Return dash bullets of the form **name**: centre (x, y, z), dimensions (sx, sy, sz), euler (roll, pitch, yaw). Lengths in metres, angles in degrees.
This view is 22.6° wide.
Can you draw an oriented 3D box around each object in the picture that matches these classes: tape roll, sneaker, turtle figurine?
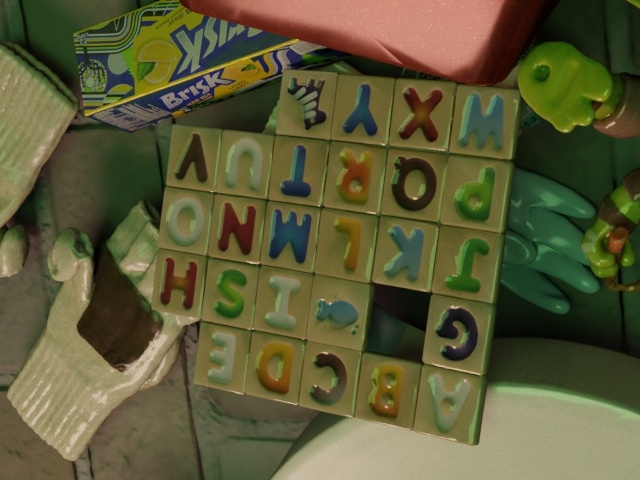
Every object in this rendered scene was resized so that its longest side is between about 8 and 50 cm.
- **tape roll**: centre (0.133, 0.247, 0.988), dimensions (0.391, 0.072, 0.392), euler (7, 114, 16)
- **sneaker**: centre (0.066, -0.075, 0.950), dimensions (0.166, 0.065, 0.076), euler (-35, 69, 15)
- **turtle figurine**: centre (0.216, -0.084, 0.850), dimensions (0.269, 0.217, 0.087), euler (-37, 51, 25)

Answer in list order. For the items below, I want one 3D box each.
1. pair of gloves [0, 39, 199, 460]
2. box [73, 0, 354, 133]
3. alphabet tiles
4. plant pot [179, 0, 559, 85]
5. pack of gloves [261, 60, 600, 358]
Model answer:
- **pair of gloves**: centre (-0.195, 0.012, 1.075), dimensions (0.240, 0.042, 0.204), euler (50, 120, 6)
- **box**: centre (-0.066, -0.121, 0.982), dimensions (0.168, 0.054, 0.059), euler (-16, 75, 25)
- **alphabet tiles**: centre (0.000, 0.000, 0.939), dimensions (0.237, 0.009, 0.198), euler (9, 94, 32)
- **plant pot**: centre (0.049, -0.234, 0.821), dimensions (0.267, 0.267, 0.236), euler (16, 123, 15)
- **pack of gloves**: centre (0.051, 0.015, 1.012), dimensions (0.232, 0.046, 0.195), euler (30, 102, 6)
